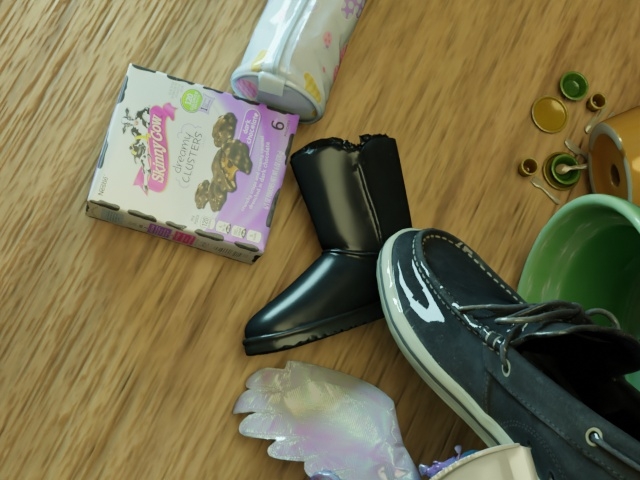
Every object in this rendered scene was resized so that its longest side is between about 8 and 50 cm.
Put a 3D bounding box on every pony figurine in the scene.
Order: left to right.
[{"bbox_3d":[0.054,0.283,1.127,0.351,0.363,0.303,9,83,6],"label":"pony figurine"}]

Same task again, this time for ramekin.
[{"bbox_3d":[0.337,0.108,1.222,0.148,0.303,0.303,5,77,-19],"label":"ramekin"}]

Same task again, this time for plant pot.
[{"bbox_3d":[0.419,-0.090,1.331,0.188,0.205,0.205,-10,80,-7],"label":"plant pot"}]

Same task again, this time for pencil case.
[{"bbox_3d":[-0.004,-0.267,1.312,0.113,0.124,0.273,24,75,-7],"label":"pencil case"}]

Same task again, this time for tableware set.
[{"bbox_3d":[0.294,-0.128,1.400,0.104,0.024,0.154,41,74,-1],"label":"tableware set"}]

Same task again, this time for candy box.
[{"bbox_3d":[-0.140,-0.082,1.270,0.196,0.070,0.165,16,75,-9],"label":"candy box"}]

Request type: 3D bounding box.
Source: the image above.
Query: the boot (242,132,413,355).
[{"bbox_3d":[0.000,0.000,1.269,0.246,0.094,0.207,-18,86,-22],"label":"boot"}]

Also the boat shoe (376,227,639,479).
[{"bbox_3d":[0.215,0.125,1.070,0.187,0.500,0.156,12,118,-34],"label":"boat shoe"}]

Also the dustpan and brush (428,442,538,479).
[{"bbox_3d":[0.083,0.254,0.913,0.211,0.060,0.147,-15,81,2],"label":"dustpan and brush"}]
